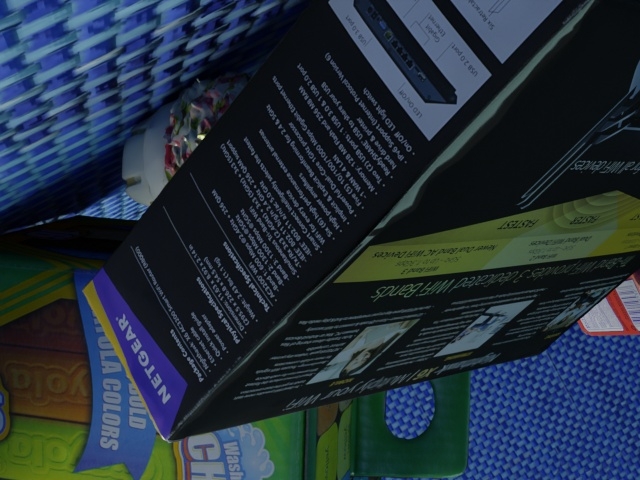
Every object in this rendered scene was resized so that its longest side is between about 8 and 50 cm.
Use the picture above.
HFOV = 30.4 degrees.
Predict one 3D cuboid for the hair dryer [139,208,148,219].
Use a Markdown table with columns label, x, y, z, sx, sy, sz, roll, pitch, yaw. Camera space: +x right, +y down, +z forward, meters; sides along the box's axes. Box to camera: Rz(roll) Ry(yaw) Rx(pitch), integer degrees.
| label | x | y | z | sx | sy | sz | roll | pitch | yaw |
| --- | --- | --- | --- | --- | --- | --- | --- | --- | --- |
| hair dryer | 0.000 | 0.000 | 1.078 | 0.223 | 0.080 | 0.293 | -26 | 152 | 23 |

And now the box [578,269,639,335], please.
| label | x | y | z | sx | sy | sz | roll | pitch | yaw |
| --- | --- | --- | --- | --- | --- | --- | --- | --- | --- |
| box | 0.205 | -0.071 | 0.826 | 0.122 | 0.257 | 0.128 | -26 | 180 | -12 |

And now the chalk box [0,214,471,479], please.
| label | x | y | z | sx | sy | sz | roll | pitch | yaw |
| --- | --- | --- | --- | --- | --- | --- | --- | --- | --- |
| chalk box | -0.057 | 0.090 | 0.706 | 0.289 | 0.180 | 0.179 | 4 | -170 | 17 |

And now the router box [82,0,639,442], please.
| label | x | y | z | sx | sy | sz | roll | pitch | yaw |
| --- | --- | --- | --- | --- | --- | --- | --- | --- | --- |
| router box | 0.085 | -0.031 | 0.527 | 0.309 | 0.081 | 0.243 | -3 | 143 | -51 |

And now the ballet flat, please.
| label | x | y | z | sx | sy | sz | roll | pitch | yaw |
| --- | --- | --- | --- | --- | --- | --- | --- | --- | --- |
| ballet flat | -0.062 | -0.033 | 0.610 | 0.077 | 0.091 | 0.241 | 5 | 174 | 0 |
